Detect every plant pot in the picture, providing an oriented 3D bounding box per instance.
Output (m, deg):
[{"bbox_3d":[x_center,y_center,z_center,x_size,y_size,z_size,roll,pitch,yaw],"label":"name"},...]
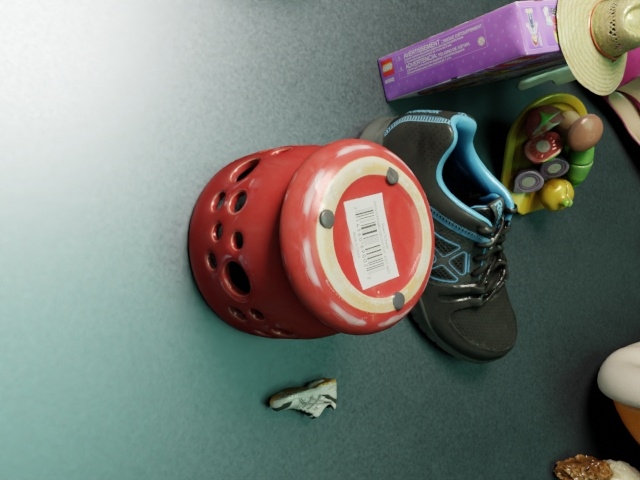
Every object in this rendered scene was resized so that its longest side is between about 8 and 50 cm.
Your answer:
[{"bbox_3d":[0.000,0.000,0.606,0.191,0.174,0.191,4,84,-40],"label":"plant pot"}]

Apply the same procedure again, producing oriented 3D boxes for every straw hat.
[{"bbox_3d":[0.316,-0.225,0.680,0.144,0.061,0.144,2,86,-38],"label":"straw hat"}]

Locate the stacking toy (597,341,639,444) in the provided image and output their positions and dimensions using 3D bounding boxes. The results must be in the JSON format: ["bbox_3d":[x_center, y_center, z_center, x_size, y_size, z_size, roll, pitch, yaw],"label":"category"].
[{"bbox_3d":[0.620,0.379,0.929,0.350,0.350,0.480,-10,90,-38],"label":"stacking toy"}]

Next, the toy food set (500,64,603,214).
[{"bbox_3d":[0.320,-0.122,0.869,0.128,0.071,0.218,-12,124,-13],"label":"toy food set"}]

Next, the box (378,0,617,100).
[{"bbox_3d":[0.244,-0.237,0.791,0.293,0.201,0.057,-19,98,-37],"label":"box"}]

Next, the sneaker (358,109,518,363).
[{"bbox_3d":[0.162,0.009,0.749,0.125,0.139,0.341,-44,114,-33],"label":"sneaker"}]

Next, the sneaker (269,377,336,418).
[{"bbox_3d":[-0.014,0.169,0.670,0.083,0.032,0.037,-6,91,-37],"label":"sneaker"}]

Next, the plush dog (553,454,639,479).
[{"bbox_3d":[0.438,0.423,0.924,0.262,0.210,0.225,45,36,-29],"label":"plush dog"}]

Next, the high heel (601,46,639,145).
[{"bbox_3d":[0.550,-0.204,1.047,0.377,0.127,0.181,18,54,-38],"label":"high heel"}]
